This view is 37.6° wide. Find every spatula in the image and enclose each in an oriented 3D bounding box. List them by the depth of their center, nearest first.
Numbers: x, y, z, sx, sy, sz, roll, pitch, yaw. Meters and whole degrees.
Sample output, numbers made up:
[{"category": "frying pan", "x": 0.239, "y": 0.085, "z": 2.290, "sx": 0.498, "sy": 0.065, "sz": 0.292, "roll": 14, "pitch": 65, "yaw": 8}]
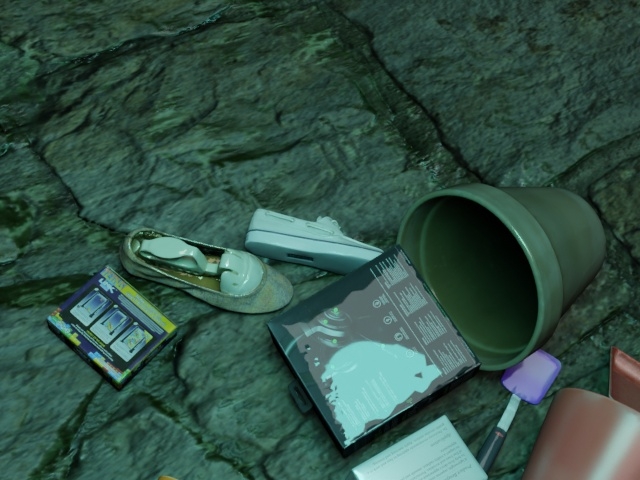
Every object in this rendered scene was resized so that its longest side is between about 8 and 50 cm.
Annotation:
[{"category": "spatula", "x": 0.321, "y": 0.311, "z": 1.631, "sx": 0.084, "sy": 0.030, "sz": 0.296, "roll": 32, "pitch": 63, "yaw": 8}]

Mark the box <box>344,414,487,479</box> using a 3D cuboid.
[{"category": "box", "x": 0.138, "y": 0.388, "z": 1.476, "sx": 0.181, "sy": 0.182, "sz": 0.119, "roll": -25, "pitch": 68, "yaw": -21}]

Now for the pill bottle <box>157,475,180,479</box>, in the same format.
[{"category": "pill bottle", "x": -0.259, "y": 0.477, "z": 1.392, "sx": 0.131, "sy": 0.130, "sz": 0.245, "roll": 25, "pitch": 62, "yaw": 4}]

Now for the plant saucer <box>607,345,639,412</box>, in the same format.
[{"category": "plant saucer", "x": 0.594, "y": 0.308, "z": 1.602, "sx": 0.259, "sy": 0.047, "sz": 0.258, "roll": 33, "pitch": 21, "yaw": 8}]

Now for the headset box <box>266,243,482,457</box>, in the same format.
[{"category": "headset box", "x": 0.078, "y": 0.190, "z": 1.567, "sx": 0.283, "sy": 0.131, "sz": 0.246, "roll": -31, "pitch": 72, "yaw": -9}]

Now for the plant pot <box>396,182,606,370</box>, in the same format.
[{"category": "plant pot", "x": 0.340, "y": 0.031, "z": 1.650, "sx": 0.280, "sy": 0.323, "sz": 0.323, "roll": -21, "pitch": 68, "yaw": -37}]

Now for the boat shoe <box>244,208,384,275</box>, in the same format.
[{"category": "boat shoe", "x": 0.000, "y": 0.000, "z": 1.704, "sx": 0.268, "sy": 0.096, "sz": 0.088, "roll": 9, "pitch": 67, "yaw": 4}]

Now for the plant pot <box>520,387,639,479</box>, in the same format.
[{"category": "plant pot", "x": 0.435, "y": 0.408, "z": 1.486, "sx": 0.275, "sy": 0.275, "sz": 0.243, "roll": 33, "pitch": 74, "yaw": 7}]

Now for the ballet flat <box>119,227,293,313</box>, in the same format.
[{"category": "ballet flat", "x": -0.198, "y": 0.049, "z": 1.633, "sx": 0.316, "sy": 0.106, "sz": 0.107, "roll": 12, "pitch": 62, "yaw": -4}]

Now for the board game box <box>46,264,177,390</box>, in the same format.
[{"category": "board game box", "x": -0.352, "y": 0.147, "z": 1.591, "sx": 0.170, "sy": 0.048, "sz": 0.141, "roll": 40, "pitch": 62, "yaw": 11}]
